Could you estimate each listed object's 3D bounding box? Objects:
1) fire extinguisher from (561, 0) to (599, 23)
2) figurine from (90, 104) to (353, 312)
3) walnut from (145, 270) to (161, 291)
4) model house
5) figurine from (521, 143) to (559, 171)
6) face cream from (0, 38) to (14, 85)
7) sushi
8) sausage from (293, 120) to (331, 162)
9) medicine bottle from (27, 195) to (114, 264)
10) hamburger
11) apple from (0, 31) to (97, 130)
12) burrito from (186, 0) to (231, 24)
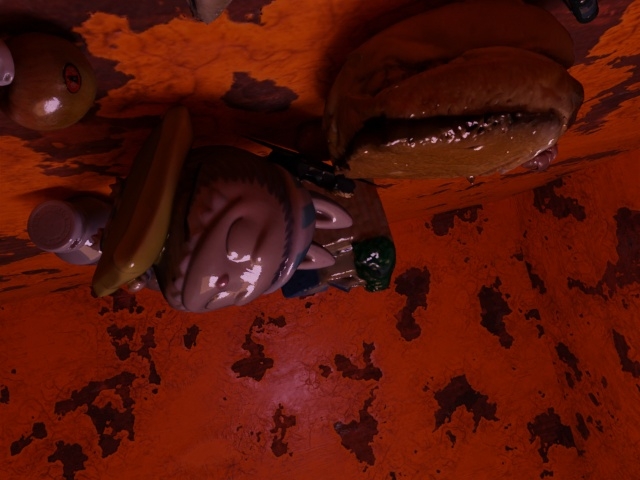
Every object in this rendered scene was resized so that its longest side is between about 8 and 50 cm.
[{"bbox_3d":[0.305,-0.282,0.477,0.038,0.025,0.083,12,-168,37],"label":"fire extinguisher"},{"bbox_3d":[-0.146,0.008,0.670,0.377,0.267,0.361,25,167,-32],"label":"figurine"},{"bbox_3d":[-0.386,0.031,1.047,0.224,0.225,0.224,-13,175,-1],"label":"walnut"},{"bbox_3d":[0.000,0.000,1.145,0.342,0.335,0.382,-15,165,-1],"label":"model house"},{"bbox_3d":[0.435,-0.223,0.832,0.126,0.157,0.114,-23,-169,36],"label":"figurine"},{"bbox_3d":[-0.305,-0.130,0.200,0.101,0.101,0.251,-16,174,30],"label":"face cream"},{"bbox_3d":[-0.012,-0.119,0.727,0.192,0.043,0.279,27,-167,25],"label":"sushi"},{"bbox_3d":[0.098,-0.185,0.720,0.304,0.078,0.078,-11,174,-18],"label":"sausage"},{"bbox_3d":[-0.459,-0.018,0.806,0.134,0.135,0.215,-13,175,2],"label":"medicine bottle"},{"bbox_3d":[0.148,-0.164,0.528,0.283,0.174,0.304,-10,174,-10],"label":"hamburger"},{"bbox_3d":[-0.244,-0.139,0.361,0.083,0.084,0.071,-17,-178,34],"label":"apple"},{"bbox_3d":[-0.082,-0.204,0.281,0.055,0.041,0.149,1,177,-3],"label":"burrito"}]
